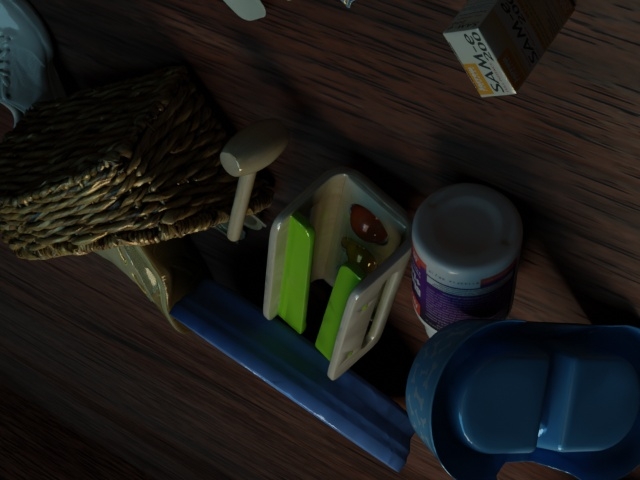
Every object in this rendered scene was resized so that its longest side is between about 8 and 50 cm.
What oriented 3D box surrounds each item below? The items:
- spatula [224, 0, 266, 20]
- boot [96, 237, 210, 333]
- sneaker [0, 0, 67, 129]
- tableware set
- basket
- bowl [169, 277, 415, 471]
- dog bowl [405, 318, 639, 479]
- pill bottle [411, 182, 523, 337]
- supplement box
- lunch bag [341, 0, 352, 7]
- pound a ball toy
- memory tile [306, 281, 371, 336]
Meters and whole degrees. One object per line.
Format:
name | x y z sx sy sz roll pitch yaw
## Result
spatula | -0.094 -0.302 0.942 0.168 0.019 0.242 0 136 54
boot | -0.288 0.022 1.650 0.203 0.095 0.262 18 147 34
sneaker | -0.389 -0.219 1.359 0.080 0.094 0.212 20 139 36
tableware set | -0.141 -0.054 1.421 0.141 0.020 0.168 41 154 -9
basket | -0.245 -0.043 1.283 0.299 0.213 0.223 -6 132 36
bowl | -0.032 0.184 1.507 0.391 0.077 0.391 34 172 6
dog bowl | 0.215 0.155 1.072 0.297 0.166 0.074 5 -174 -28
pill bottle | 0.147 0.038 1.104 0.108 0.108 0.193 27 153 21
supplement box | 0.140 -0.161 0.788 0.036 0.098 0.062 2 139 50
lunch bag | 0.024 -0.235 0.831 0.071 0.083 0.053 42 139 -9
pound a ball toy | 0.000 0.000 1.215 0.208 0.136 0.319 42 157 15
memory tile | 0.010 0.113 1.519 0.113 0.012 0.148 36 154 1
